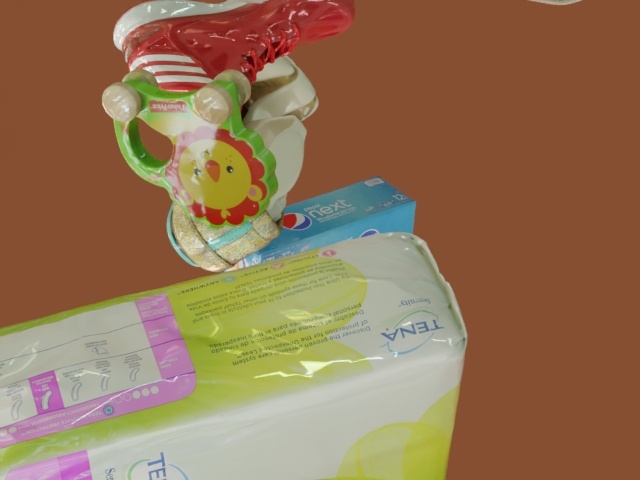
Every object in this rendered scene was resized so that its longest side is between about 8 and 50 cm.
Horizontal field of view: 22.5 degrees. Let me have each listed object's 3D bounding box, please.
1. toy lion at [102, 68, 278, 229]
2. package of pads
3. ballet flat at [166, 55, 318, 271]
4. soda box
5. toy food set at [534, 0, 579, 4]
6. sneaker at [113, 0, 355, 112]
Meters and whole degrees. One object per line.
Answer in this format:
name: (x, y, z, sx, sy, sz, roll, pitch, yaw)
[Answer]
toy lion: (-0.075, -0.053, 0.968, 0.100, 0.034, 0.096, 4, 117, 23)
package of pads: (-0.068, 0.119, 0.940, 0.296, 0.229, 0.101, -14, 53, -13)
ballet flat: (-0.060, -0.111, 1.569, 0.123, 0.349, 0.123, 5, 133, 6)
soda box: (0.000, 0.000, 1.720, 0.210, 0.067, 0.071, -19, 128, -32)
toy food set: (0.213, -0.409, 1.917, 0.092, 0.306, 0.220, -34, 65, 39)
sneaker: (-0.060, -0.153, 1.405, 0.221, 0.087, 0.128, -13, 59, -15)
